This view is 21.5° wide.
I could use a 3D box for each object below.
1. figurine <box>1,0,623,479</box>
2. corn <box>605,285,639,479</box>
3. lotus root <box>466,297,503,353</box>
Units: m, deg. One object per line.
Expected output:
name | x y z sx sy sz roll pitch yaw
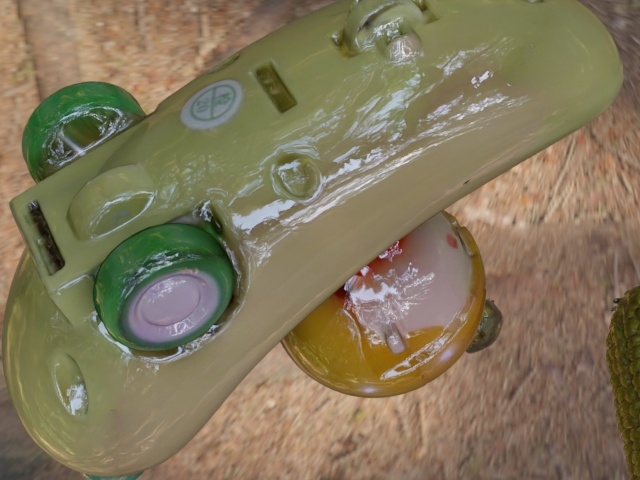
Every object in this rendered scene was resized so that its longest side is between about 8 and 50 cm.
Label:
figurine | 0.000 0.000 0.781 0.324 0.124 0.222 -32 137 -1
corn | 0.237 0.141 1.047 0.091 0.091 0.260 -19 59 20
lotus root | 0.117 0.064 1.229 0.037 0.083 0.030 -27 82 4
